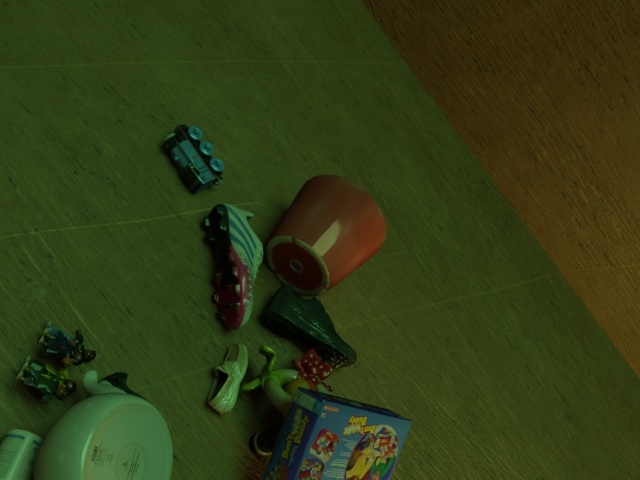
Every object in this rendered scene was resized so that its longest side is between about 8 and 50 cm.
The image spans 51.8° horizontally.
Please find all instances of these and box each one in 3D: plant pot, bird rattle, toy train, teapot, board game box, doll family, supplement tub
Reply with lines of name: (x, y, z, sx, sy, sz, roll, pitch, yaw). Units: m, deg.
plant pot: (0.000, 0.000, 1.743, 0.275, 0.275, 0.243, 49, 50, -8)
bird rattle: (-0.057, 0.343, 1.503, 0.253, 0.143, 0.207, 24, 14, -40)
toy train: (-0.326, -0.212, 1.683, 0.105, 0.080, 0.184, -35, 90, -45)
teapot: (-0.391, 0.385, 1.121, 0.256, 0.187, 0.252, -36, 114, -61)
board game box: (0.042, 0.467, 1.434, 0.347, 0.078, 0.233, 28, 81, -47)
doll family: (-0.484, 0.227, 1.225, 0.111, 0.076, 0.193, 33, 41, -18)
supplement tub: (-0.512, 0.376, 1.095, 0.071, 0.071, 0.107, 36, 44, -22)

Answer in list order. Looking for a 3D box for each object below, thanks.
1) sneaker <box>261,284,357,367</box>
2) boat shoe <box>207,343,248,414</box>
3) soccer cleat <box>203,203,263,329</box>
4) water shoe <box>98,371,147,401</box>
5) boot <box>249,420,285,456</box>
sneaker: (-0.011, 0.217, 1.673, 0.286, 0.109, 0.130, 40, 47, -20)
boat shoe: (-0.207, 0.297, 1.461, 0.059, 0.063, 0.170, 37, 43, -29)
soccer cleat: (-0.187, 0.057, 1.604, 0.143, 0.116, 0.331, 10, 57, -40)
water shoe: (-0.353, 0.344, 1.276, 0.203, 0.073, 0.080, 55, 37, -1)
boot: (-0.043, 0.428, 1.477, 0.198, 0.137, 0.076, -10, 72, -49)
